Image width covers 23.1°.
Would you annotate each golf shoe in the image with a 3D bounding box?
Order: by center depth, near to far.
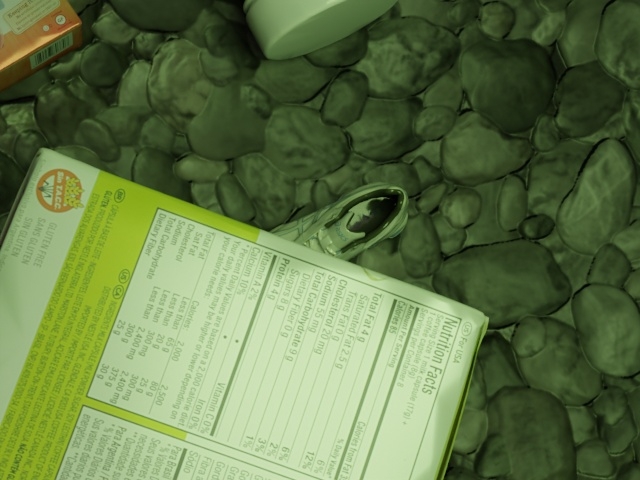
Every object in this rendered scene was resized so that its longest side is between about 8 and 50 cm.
[{"bbox_3d":[0.000,0.000,1.348,0.176,0.086,0.069,-36,88,-11],"label":"golf shoe"}]

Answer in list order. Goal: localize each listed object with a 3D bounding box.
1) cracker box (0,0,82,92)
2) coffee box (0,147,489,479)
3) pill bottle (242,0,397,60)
[{"bbox_3d":[-0.333,-0.233,1.356,0.156,0.067,0.232,-34,85,-13],"label":"cracker box"},{"bbox_3d":[-0.109,0.180,1.169,0.334,0.337,0.338,20,76,-4],"label":"coffee box"},{"bbox_3d":[-0.047,-0.312,1.361,0.160,0.160,0.283,-25,83,-11],"label":"pill bottle"}]
